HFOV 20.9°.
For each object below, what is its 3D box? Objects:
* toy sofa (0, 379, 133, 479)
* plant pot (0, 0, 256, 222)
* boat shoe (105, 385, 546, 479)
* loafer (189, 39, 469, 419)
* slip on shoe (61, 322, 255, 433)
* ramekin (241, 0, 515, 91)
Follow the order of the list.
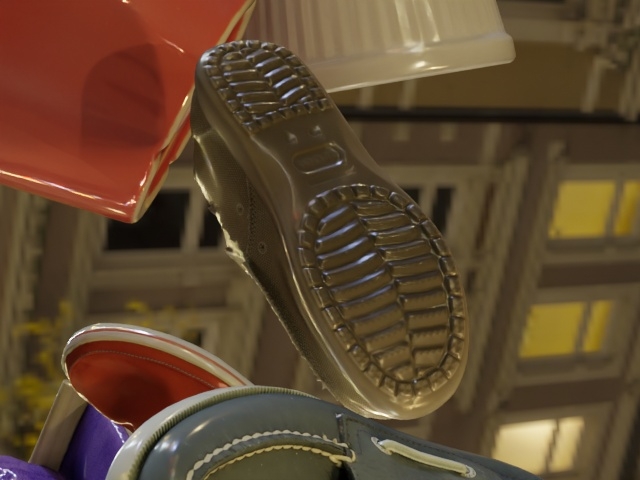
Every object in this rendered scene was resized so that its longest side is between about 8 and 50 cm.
[{"bbox_3d":[-0.268,0.301,2.054,0.150,0.177,0.362,-66,-154,9],"label":"toy sofa"},{"bbox_3d":[-0.195,-0.151,1.250,0.275,0.243,0.275,-61,-177,5],"label":"plant pot"},{"bbox_3d":[0.037,0.131,0.761,0.099,0.319,0.116,-2,-104,38],"label":"boat shoe"},{"bbox_3d":[0.000,0.000,1.032,0.268,0.102,0.092,63,-29,28],"label":"loafer"},{"bbox_3d":[-0.088,0.184,1.448,0.331,0.101,0.123,36,-42,11],"label":"slip on shoe"},{"bbox_3d":[0.037,-0.204,1.587,0.273,0.273,0.127,-1,-80,57],"label":"ramekin"}]
